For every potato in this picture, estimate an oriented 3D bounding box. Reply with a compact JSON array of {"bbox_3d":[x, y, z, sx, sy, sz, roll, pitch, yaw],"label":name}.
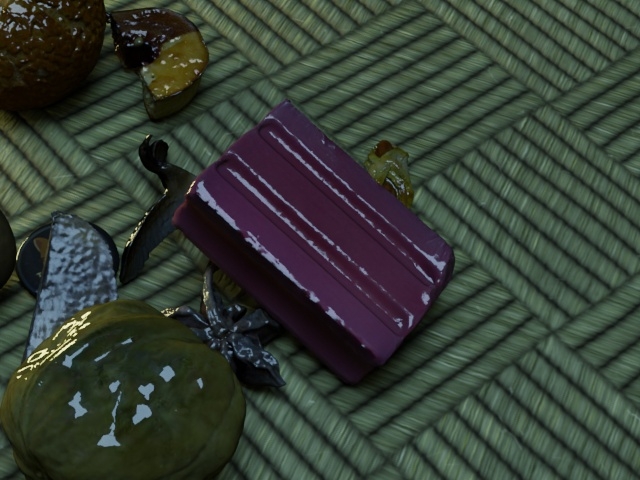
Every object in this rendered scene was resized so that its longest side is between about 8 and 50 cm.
[{"bbox_3d":[-0.348,0.103,1.848,0.120,0.100,0.261,14,75,-14],"label":"potato"}]

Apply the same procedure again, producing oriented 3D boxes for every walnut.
[{"bbox_3d":[-0.249,0.217,1.663,0.277,0.282,0.253,-40,106,-18],"label":"walnut"}]

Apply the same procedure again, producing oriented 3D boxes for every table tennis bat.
[{"bbox_3d":[-0.355,0.058,1.938,0.150,0.027,0.236,-22,54,-18],"label":"table tennis bat"}]

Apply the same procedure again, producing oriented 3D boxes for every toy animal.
[{"bbox_3d":[-0.208,-0.091,1.972,0.160,0.197,0.272,3,47,-5],"label":"toy animal"}]

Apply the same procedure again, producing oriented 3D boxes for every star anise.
[{"bbox_3d":[-0.145,0.128,1.853,0.209,0.089,0.231,-19,67,-28],"label":"star anise"}]

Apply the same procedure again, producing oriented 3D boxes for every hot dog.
[{"bbox_3d":[0.104,-0.101,2.070,0.078,0.061,0.168,-3,51,-4],"label":"hot dog"}]

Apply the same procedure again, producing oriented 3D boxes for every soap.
[{"bbox_3d":[0.000,0.000,1.872,0.359,0.128,0.233,43,58,3],"label":"soap"}]

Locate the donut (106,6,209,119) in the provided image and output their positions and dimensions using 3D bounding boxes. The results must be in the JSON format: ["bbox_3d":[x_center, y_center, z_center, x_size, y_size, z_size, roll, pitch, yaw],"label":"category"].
[{"bbox_3d":[-0.259,-0.291,2.184,0.141,0.085,0.217,-15,55,-16],"label":"donut"}]

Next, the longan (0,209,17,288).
[{"bbox_3d":[-0.524,0.021,1.871,0.185,0.159,0.204,11,64,-4],"label":"longan"}]

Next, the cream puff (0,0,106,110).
[{"bbox_3d":[-0.488,-0.354,2.119,0.303,0.212,0.303,-6,59,10],"label":"cream puff"}]
